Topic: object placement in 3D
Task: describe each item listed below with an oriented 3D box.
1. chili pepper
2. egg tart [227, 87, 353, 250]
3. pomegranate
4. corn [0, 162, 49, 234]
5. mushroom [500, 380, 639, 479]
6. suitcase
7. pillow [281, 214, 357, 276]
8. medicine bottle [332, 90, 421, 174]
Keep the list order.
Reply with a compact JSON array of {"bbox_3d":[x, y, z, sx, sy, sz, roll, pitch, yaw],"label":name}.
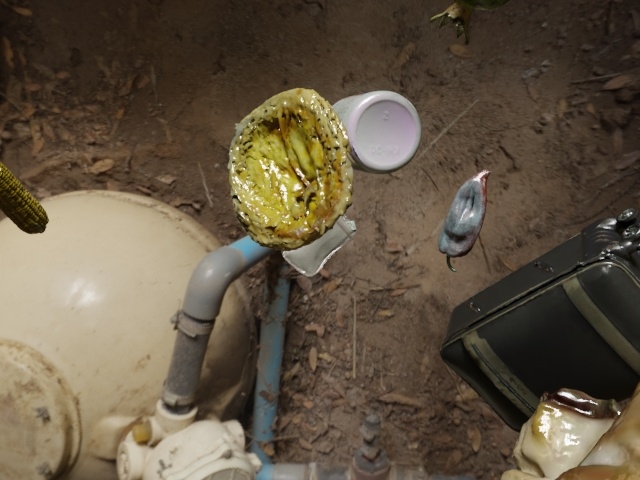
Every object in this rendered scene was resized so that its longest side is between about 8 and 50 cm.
[{"bbox_3d":[0.203,-0.028,0.733,0.050,0.041,0.153,16,111,-2],"label":"chili pepper"},{"bbox_3d":[-0.039,-0.102,0.776,0.232,0.098,0.252,-48,61,23],"label":"egg tart"},{"bbox_3d":[0.337,-0.538,1.106,0.156,0.156,0.220,20,136,4],"label":"pomegranate"},{"bbox_3d":[-0.743,-0.104,1.246,0.080,0.080,0.238,-8,135,11],"label":"corn"},{"bbox_3d":[0.206,0.287,0.363,0.224,0.397,0.314,45,152,14],"label":"mushroom"},{"bbox_3d":[0.444,0.171,0.935,0.283,0.194,0.434,45,128,-6],"label":"suitcase"},{"bbox_3d":[0.000,0.000,1.544,0.130,0.038,0.232,45,75,2],"label":"pillow"},{"bbox_3d":[0.093,-0.241,1.161,0.170,0.293,0.170,-4,104,-15],"label":"medicine bottle"}]
